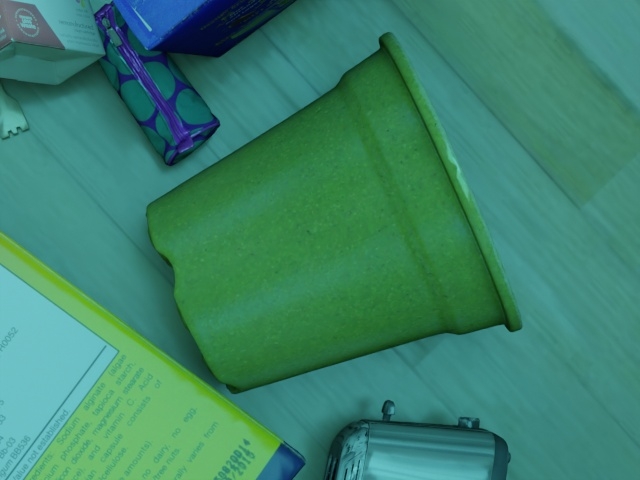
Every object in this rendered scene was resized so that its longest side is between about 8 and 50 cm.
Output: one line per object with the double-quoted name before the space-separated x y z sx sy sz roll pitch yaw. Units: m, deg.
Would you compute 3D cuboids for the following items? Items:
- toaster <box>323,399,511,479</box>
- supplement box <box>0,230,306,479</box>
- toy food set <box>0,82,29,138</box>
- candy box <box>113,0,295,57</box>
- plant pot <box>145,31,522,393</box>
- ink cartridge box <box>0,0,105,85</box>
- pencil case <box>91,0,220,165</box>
"toaster" 0.072 0.258 1.379 0.146 0.129 0.227 11 86 -4
"supplement box" -0.219 0.150 1.306 0.356 0.195 0.194 38 81 -5
"toy food set" -0.369 -0.116 1.381 0.192 0.038 0.132 -24 90 -10
"candy box" -0.038 -0.273 1.272 0.268 0.317 0.122 -36 92 7
"plant pot" 0.000 0.000 1.336 0.254 0.276 0.276 -24 90 3
"ink cartridge box" -0.270 -0.239 1.348 0.067 0.115 0.198 -27 75 31
"pencil case" -0.155 -0.143 1.398 0.064 0.070 0.151 -36 90 3
